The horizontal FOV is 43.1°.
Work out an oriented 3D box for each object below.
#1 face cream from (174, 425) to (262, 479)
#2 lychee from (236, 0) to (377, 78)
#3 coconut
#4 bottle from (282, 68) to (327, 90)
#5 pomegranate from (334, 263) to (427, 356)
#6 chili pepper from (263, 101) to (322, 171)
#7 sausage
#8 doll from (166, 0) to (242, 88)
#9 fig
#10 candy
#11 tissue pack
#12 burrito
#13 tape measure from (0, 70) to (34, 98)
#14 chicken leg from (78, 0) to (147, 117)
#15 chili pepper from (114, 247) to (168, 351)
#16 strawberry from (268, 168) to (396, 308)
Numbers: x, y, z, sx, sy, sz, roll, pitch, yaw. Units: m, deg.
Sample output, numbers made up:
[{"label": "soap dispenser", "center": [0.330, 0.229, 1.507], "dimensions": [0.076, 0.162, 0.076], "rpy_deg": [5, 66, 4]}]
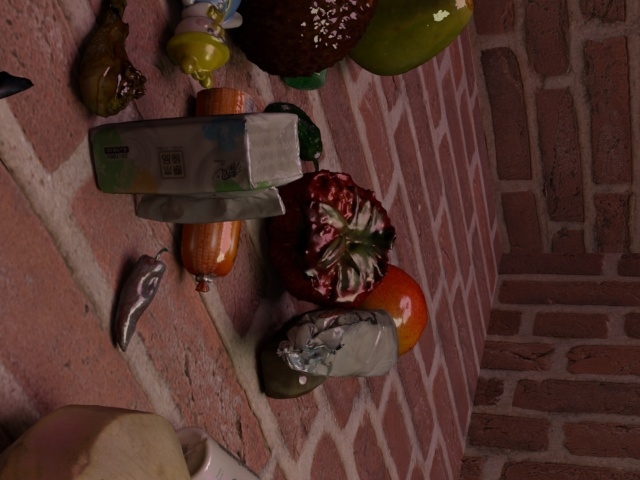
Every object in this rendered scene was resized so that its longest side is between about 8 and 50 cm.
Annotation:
[{"label": "face cream", "center": [-0.147, 0.389, 1.279], "dimensions": [0.311, 0.092, 0.092], "rpy_deg": [61, 36, -51]}, {"label": "lychee", "center": [-0.032, -0.401, 1.358], "dimensions": [0.260, 0.261, 0.260], "rpy_deg": [0, 90, -68]}, {"label": "coconut", "center": [-0.241, 0.287, 0.870], "dimensions": [0.197, 0.237, 0.236], "rpy_deg": [54, 41, -53]}, {"label": "bottle", "center": [-0.016, -0.464, 1.608], "dimensions": [0.093, 0.093, 0.330], "rpy_deg": [39, 54, -62]}, {"label": "pomegranate", "center": [0.118, 0.172, 1.779], "dimensions": [0.256, 0.221, 0.221], "rpy_deg": [-53, 140, -32]}, {"label": "chili pepper", "center": [-0.045, -0.200, 1.577], "dimensions": [0.279, 0.065, 0.122], "rpy_deg": [23, 77, -64]}, {"label": "sausage", "center": [-0.161, -0.074, 1.251], "dimensions": [0.093, 0.093, 0.312], "rpy_deg": [29, 63, -65]}, {"label": "doll", "center": [-0.172, -0.343, 1.218], "dimensions": [0.135, 0.099, 0.241], "rpy_deg": [89, 6, -71]}, {"label": "fig", "center": [0.181, -0.504, 1.791], "dimensions": [0.258, 0.326, 0.258], "rpy_deg": [8, 79, -48]}, {"label": "candy", "center": [-0.032, 0.215, 1.548], "dimensions": [0.234, 0.102, 0.104], "rpy_deg": [-41, 127, -63]}, {"label": "tissue pack", "center": [-0.158, -0.092, 1.070], "dimensions": [0.159, 0.229, 0.145], "rpy_deg": [-25, 113, -66]}, {"label": "burrito", "center": [0.042, 0.184, 1.459], "dimensions": [0.139, 0.101, 0.445], "rpy_deg": [-63, 154, 5]}, {"label": "tape measure", "center": [-0.370, -0.017, 0.719], "dimensions": [0.351, 0.098, 0.215], "rpy_deg": [-42, 127, -58]}, {"label": "chicken leg", "center": [-0.263, -0.240, 1.043], "dimensions": [0.093, 0.070, 0.178], "rpy_deg": [18, 58, -41]}, {"label": "chili pepper", "center": [-0.247, 0.074, 1.101], "dimensions": [0.050, 0.041, 0.153], "rpy_deg": [35, 72, -40]}, {"label": "strawberry", "center": [0.003, 0.002, 1.532], "dimensions": [0.261, 0.258, 0.261], "rpy_deg": [5, 81, -39]}]
